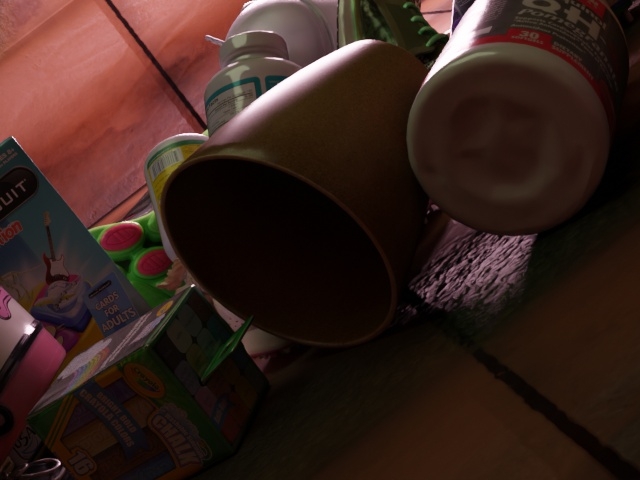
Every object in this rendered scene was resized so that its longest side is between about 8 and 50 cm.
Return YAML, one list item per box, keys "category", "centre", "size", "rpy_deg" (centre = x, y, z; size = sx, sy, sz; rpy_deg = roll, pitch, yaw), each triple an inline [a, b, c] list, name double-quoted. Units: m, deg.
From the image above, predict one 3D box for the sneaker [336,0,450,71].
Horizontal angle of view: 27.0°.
- category: "sneaker"
  centre: [0.121, -0.229, 1.734]
  size: [0.182, 0.158, 0.410]
  rpy_deg: [-7, 57, 28]

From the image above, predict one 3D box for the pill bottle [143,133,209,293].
- category: "pill bottle"
  centre: [-0.164, -0.035, 1.807]
  size: [0.117, 0.117, 0.208]
  rpy_deg: [-33, 51, 17]

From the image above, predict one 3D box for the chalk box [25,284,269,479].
- category: "chalk box"
  centre: [-0.142, 0.142, 1.262]
  size: [0.213, 0.132, 0.132]
  rpy_deg: [-30, 13, 26]

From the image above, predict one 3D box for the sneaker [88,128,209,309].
- category: "sneaker"
  centre: [-0.242, 0.025, 1.964]
  size: [0.483, 0.185, 0.202]
  rpy_deg: [-42, -6, -33]

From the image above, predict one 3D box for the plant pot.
- category: "plant pot"
  centre: [0.013, -0.071, 1.265]
  size: [0.237, 0.237, 0.254]
  rpy_deg: [-23, 28, 49]

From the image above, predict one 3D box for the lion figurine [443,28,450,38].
- category: "lion figurine"
  centre: [0.287, -0.317, 1.808]
  size: [0.392, 0.142, 0.240]
  rpy_deg: [-53, 22, -5]

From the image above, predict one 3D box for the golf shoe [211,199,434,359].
- category: "golf shoe"
  centre: [0.004, -0.012, 1.400]
  size: [0.306, 0.140, 0.115]
  rpy_deg: [-43, 12, -30]

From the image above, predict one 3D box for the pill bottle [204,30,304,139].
- category: "pill bottle"
  centre: [-0.071, -0.134, 1.719]
  size: [0.146, 0.264, 0.146]
  rpy_deg: [-7, -21, -3]

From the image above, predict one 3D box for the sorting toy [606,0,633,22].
- category: "sorting toy"
  centre: [0.335, -0.275, 1.652]
  size: [0.274, 0.046, 0.132]
  rpy_deg: [-36, 12, 7]

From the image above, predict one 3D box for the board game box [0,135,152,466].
- category: "board game box"
  centre: [-0.382, 0.080, 1.668]
  size: [0.254, 0.336, 0.079]
  rpy_deg: [-41, 13, -16]

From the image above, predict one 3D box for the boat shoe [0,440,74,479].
- category: "boat shoe"
  centre: [-0.288, 0.255, 1.368]
  size: [0.095, 0.079, 0.254]
  rpy_deg: [-30, 14, 31]

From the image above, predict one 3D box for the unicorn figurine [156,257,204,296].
- category: "unicorn figurine"
  centre: [-0.102, 0.063, 1.527]
  size: [0.111, 0.162, 0.060]
  rpy_deg: [-62, 10, 20]

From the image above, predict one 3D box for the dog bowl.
- category: "dog bowl"
  centre: [-0.415, 0.226, 1.406]
  size: [0.408, 0.150, 0.408]
  rpy_deg: [-57, 7, 11]

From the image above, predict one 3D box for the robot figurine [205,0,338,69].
- category: "robot figurine"
  centre: [0.002, -0.259, 1.950]
  size: [0.353, 0.300, 0.199]
  rpy_deg: [-9, -48, -39]

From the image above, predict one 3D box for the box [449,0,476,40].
- category: "box"
  centre: [0.240, -0.249, 1.529]
  size: [0.153, 0.108, 0.207]
  rpy_deg: [-23, 33, 25]

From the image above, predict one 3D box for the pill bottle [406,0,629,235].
- category: "pill bottle"
  centre: [0.199, -0.148, 1.262]
  size: [0.176, 0.176, 0.318]
  rpy_deg: [-30, 15, 29]
